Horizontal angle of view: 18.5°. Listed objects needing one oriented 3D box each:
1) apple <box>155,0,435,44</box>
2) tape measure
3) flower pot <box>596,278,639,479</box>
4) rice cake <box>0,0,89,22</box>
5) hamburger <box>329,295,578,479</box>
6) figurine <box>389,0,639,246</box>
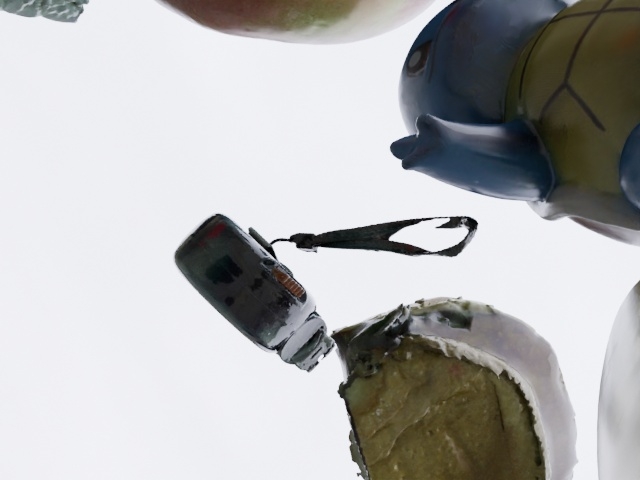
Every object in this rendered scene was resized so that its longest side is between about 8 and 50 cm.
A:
[{"bbox_3d":[-0.021,-0.333,1.748,0.348,0.348,0.277,32,-60,33],"label":"apple"},{"bbox_3d":[-0.001,-0.003,1.258,0.180,0.107,0.104,-34,-131,9],"label":"tape measure"},{"bbox_3d":[0.164,0.068,0.571,0.179,0.195,0.195,-104,-175,-73],"label":"flower pot"},{"bbox_3d":[-0.269,-0.271,1.579,0.037,0.189,0.198,-45,-129,50],"label":"rice cake"},{"bbox_3d":[0.131,0.178,1.791,0.132,0.211,0.309,-105,180,-67],"label":"hamburger"},{"bbox_3d":[0.225,-0.096,1.236,0.416,0.298,0.243,23,-20,31],"label":"figurine"}]
